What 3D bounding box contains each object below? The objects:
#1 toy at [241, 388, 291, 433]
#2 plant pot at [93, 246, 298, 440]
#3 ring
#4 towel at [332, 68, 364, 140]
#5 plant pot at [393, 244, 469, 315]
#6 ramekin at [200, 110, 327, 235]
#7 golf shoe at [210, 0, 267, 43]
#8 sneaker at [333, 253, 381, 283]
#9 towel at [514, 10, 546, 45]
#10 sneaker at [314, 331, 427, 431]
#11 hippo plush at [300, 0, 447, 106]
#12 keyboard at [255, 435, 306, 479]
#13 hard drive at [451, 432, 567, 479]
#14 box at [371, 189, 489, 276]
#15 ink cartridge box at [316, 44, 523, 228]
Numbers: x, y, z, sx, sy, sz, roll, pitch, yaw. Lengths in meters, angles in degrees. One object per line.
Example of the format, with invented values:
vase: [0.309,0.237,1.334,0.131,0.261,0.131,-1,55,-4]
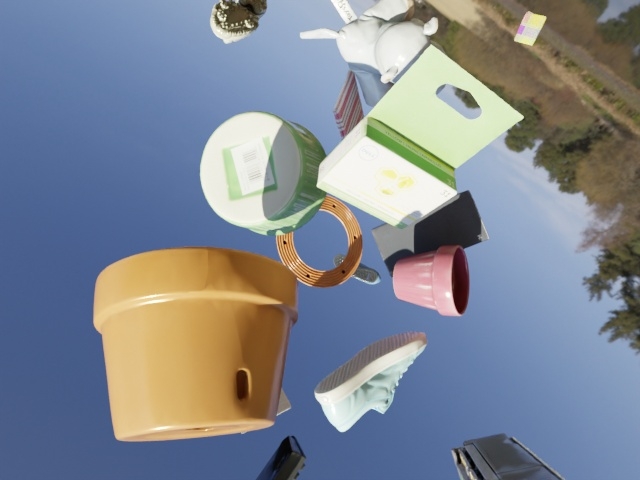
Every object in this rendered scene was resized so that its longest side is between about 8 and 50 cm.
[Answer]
toy: [-0.178,0.433,1.124,0.137,0.056,0.237,-23,-150,-16]
plant pot: [-0.170,0.162,0.569,0.291,0.291,0.203,15,-125,-34]
ring: [0.000,0.000,1.419,0.337,0.032,0.336,6,-103,-25]
towel: [0.073,-0.308,1.025,0.197,0.029,0.144,64,-142,-54]
plant pot: [0.319,0.114,1.172,0.201,0.180,0.201,5,-96,-56]
ramekin: [-0.142,-0.165,0.987,0.303,0.303,0.148,49,-167,12]
golf shoe: [-0.144,-0.363,0.686,0.069,0.086,0.176,35,-139,-15]
sneaker: [0.149,0.120,1.630,0.209,0.069,0.082,25,-178,24]
towel: [0.627,-0.634,1.203,0.060,0.083,0.009,27,-154,18]
sneaker: [0.159,0.380,1.104,0.366,0.135,0.150,-24,-85,-23]
hippo plush: [0.170,-0.424,0.857,0.294,0.234,0.236,33,-175,-38]
keyboard: [-0.074,0.275,0.376,0.023,0.108,0.180,37,-106,2]
hard drive: [0.167,0.311,0.219,0.237,0.064,0.338,55,-161,-72]
box: [0.375,-0.028,1.453,0.312,0.343,0.178,-25,-88,-82]
ink cartridge box: [0.128,-0.119,0.557,0.171,0.235,0.056,25,-127,-23]
